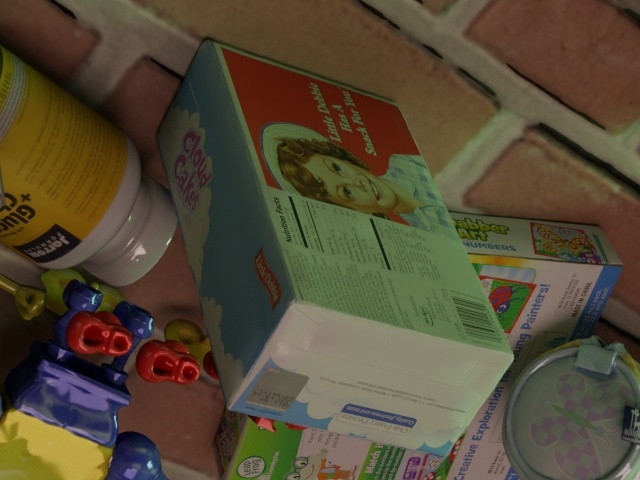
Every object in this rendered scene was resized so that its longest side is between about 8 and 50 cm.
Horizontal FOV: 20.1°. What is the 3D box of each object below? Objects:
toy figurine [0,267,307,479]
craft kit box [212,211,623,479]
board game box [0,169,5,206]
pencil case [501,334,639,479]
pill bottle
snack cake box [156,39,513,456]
[{"bbox_3d":[-0.197,0.129,1.164,0.362,0.191,0.217,25,92,-24],"label":"toy figurine"},{"bbox_3d":[0.067,0.090,1.352,0.246,0.061,0.250,4,127,-22],"label":"craft kit box"},{"bbox_3d":[-0.341,-0.091,1.002,0.305,0.193,0.053,-10,170,-9],"label":"board game box"},{"bbox_3d":[0.237,0.166,1.381,0.113,0.124,0.273,-1,158,30],"label":"pencil case"},{"bbox_3d":[-0.179,-0.045,1.134,0.103,0.103,0.184,-41,127,18],"label":"pill bottle"},{"bbox_3d":[0.000,0.000,1.117,0.152,0.264,0.089,15,123,-26],"label":"snack cake box"}]
